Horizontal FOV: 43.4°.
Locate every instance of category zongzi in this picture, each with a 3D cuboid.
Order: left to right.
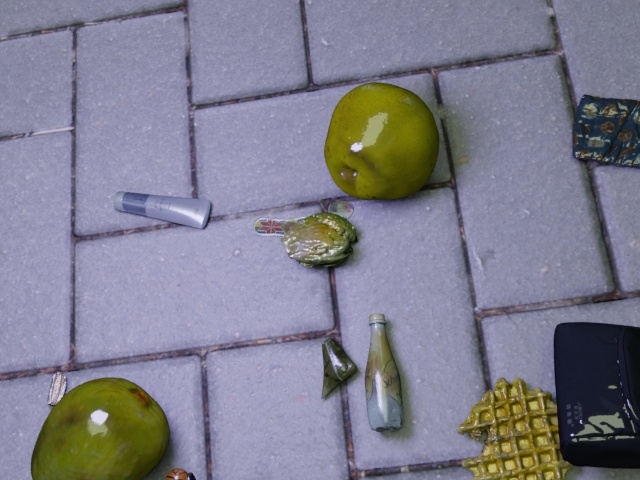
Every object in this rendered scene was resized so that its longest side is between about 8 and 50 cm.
[{"bbox_3d":[0.015,0.297,1.883,0.113,0.052,0.104,-43,62,6],"label":"zongzi"}]

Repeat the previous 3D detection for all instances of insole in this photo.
[{"bbox_3d":[-0.076,-0.033,2.031,0.193,0.006,0.065,4,71,9],"label":"insole"}]

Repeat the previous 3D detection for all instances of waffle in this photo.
[{"bbox_3d":[0.436,0.443,1.763,0.250,0.056,0.261,36,75,17],"label":"waffle"}]

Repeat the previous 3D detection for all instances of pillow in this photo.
[{"bbox_3d":[0.755,-0.264,1.982,0.256,0.034,0.189,12,73,12],"label":"pillow"}]

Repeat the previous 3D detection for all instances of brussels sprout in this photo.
[{"bbox_3d":[-0.001,0.002,1.960,0.181,0.100,0.139,-15,65,3],"label":"brussels sprout"}]

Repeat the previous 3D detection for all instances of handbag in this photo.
[{"bbox_3d":[0.631,0.310,1.673,0.275,0.178,0.302,-3,51,16],"label":"handbag"}]

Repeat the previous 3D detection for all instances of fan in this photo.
[{"bbox_3d":[0.046,-0.067,2.028,0.060,0.003,0.080,27,76,17],"label":"fan"}]

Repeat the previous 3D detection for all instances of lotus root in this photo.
[{"bbox_3d":[-0.640,0.361,1.957,0.037,0.030,0.083,14,73,-20],"label":"lotus root"}]

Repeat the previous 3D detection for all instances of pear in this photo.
[{"bbox_3d":[0.152,-0.239,1.939,0.294,0.294,0.294,-3,70,7],"label":"pear"}]

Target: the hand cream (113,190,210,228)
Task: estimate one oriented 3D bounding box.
[{"bbox_3d":[-0.409,-0.087,2.078,0.255,0.048,0.079,10,77,9],"label":"hand cream"}]

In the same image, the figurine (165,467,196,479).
[{"bbox_3d":[-0.273,0.600,1.768,0.236,0.133,0.176,6,74,13],"label":"figurine"}]

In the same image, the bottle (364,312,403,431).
[{"bbox_3d":[0.139,0.298,1.841,0.083,0.083,0.269,-6,70,6],"label":"bottle"}]

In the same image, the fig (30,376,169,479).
[{"bbox_3d":[-0.506,0.455,1.793,0.326,0.258,0.258,-37,69,8],"label":"fig"}]
